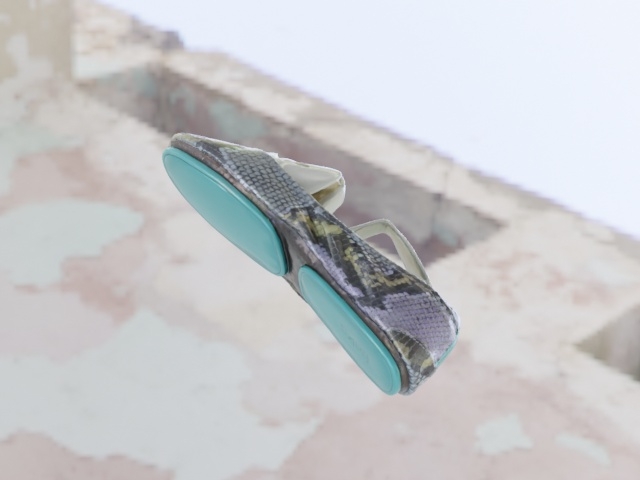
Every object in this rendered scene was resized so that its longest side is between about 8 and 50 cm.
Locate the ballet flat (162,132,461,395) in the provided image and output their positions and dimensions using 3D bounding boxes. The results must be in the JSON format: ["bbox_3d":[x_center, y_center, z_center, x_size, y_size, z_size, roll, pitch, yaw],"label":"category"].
[{"bbox_3d":[0.000,0.000,0.517,0.041,0.041,0.114,-24,-122,-41],"label":"ballet flat"}]
